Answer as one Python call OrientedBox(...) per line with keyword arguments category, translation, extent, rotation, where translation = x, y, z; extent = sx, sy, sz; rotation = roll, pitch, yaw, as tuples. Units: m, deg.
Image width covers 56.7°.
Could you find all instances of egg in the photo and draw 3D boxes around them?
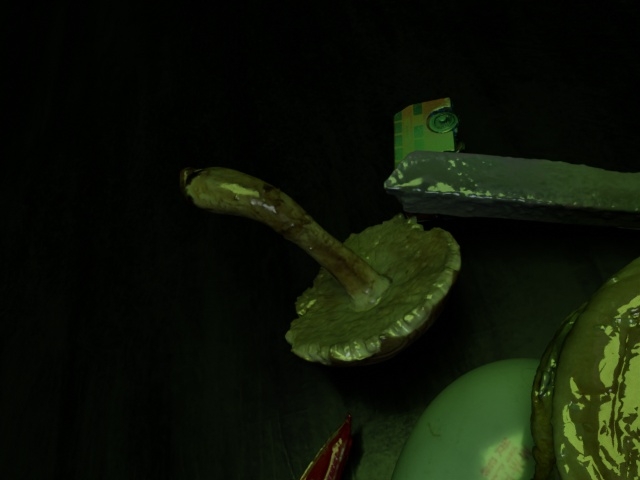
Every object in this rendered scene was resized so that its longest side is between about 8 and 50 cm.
OrientedBox(category="egg", translation=(0.158, 0.229, 0.539), extent=(0.183, 0.183, 0.264), rotation=(34, 85, 35))

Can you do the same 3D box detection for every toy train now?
OrientedBox(category="toy train", translation=(0.154, -0.112, 0.835), extent=(0.099, 0.072, 0.188), rotation=(-5, 57, 16))

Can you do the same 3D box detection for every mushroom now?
OrientedBox(category="mushroom", translation=(0.002, 0.035, 0.671), extent=(0.233, 0.302, 0.208), rotation=(-13, 67, 52))

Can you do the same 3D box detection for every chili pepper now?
OrientedBox(category="chili pepper", translation=(-0.033, 0.310, 0.648), extent=(0.050, 0.059, 0.268), rotation=(40, 71, -3))

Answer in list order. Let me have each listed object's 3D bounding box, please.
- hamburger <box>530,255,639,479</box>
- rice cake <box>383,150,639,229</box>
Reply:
OrientedBox(category="hamburger", translation=(0.284, 0.146, 0.429), extent=(0.134, 0.265, 0.284), rotation=(-19, 55, 59))
OrientedBox(category="rice cake", translation=(0.278, -0.058, 0.711), extent=(0.399, 0.064, 0.070), rotation=(6, 65, 9))
